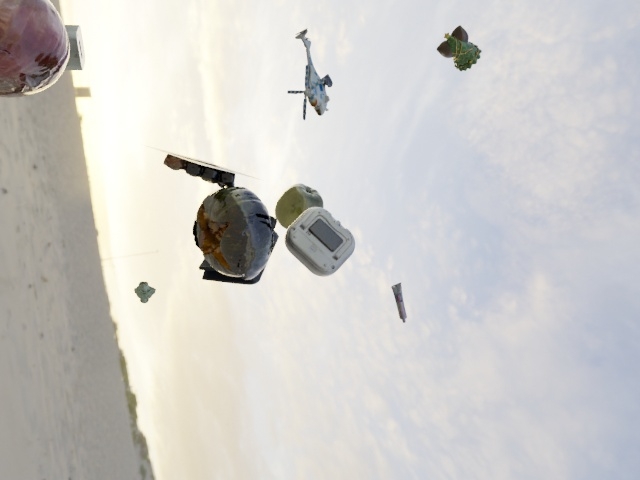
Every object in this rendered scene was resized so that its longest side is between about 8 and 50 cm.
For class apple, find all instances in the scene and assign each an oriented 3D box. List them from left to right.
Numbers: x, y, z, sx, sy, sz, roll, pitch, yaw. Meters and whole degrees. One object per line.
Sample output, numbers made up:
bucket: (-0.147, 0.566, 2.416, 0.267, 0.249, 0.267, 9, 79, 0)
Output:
apple: (-0.105, -0.161, 2.774, 0.262, 0.263, 0.262, 27, -59, 57)

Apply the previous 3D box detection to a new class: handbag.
handbag: (-0.322, 0.036, 2.087, 0.325, 0.269, 0.118, -69, 157, -50)

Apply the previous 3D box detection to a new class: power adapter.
power adapter: (-0.886, -0.629, 1.755, 0.125, 0.205, 0.129, -111, -159, -49)

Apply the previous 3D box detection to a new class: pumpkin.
pumpkin: (-0.285, -0.031, 1.783, 0.321, 0.192, 0.320, 24, -58, 45)

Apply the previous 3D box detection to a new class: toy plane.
toy plane: (-0.033, -0.563, 1.848, 0.182, 0.107, 0.272, -31, -104, 40)

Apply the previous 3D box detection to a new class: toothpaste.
toothpaste: (0.301, 0.236, 2.045, 0.045, 0.028, 0.169, -29, -133, 25)

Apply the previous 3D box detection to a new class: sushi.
sushi: (-0.406, -0.234, 1.845, 0.320, 0.339, 0.068, 21, -83, 31)

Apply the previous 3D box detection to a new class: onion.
onion: (-0.764, -0.474, 1.229, 0.354, 0.354, 0.353, 27, -59, 57)

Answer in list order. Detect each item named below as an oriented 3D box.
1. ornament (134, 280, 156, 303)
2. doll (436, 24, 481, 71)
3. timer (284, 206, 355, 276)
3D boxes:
ornament: (-0.587, 0.169, 1.796, 0.092, 0.069, 0.041, 70, 12, -46)
doll: (0.345, -0.466, 1.325, 0.078, 0.113, 0.076, -43, -121, 24)
timer: (0.000, 0.000, 2.151, 0.262, 0.237, 0.087, 43, -24, 1)
